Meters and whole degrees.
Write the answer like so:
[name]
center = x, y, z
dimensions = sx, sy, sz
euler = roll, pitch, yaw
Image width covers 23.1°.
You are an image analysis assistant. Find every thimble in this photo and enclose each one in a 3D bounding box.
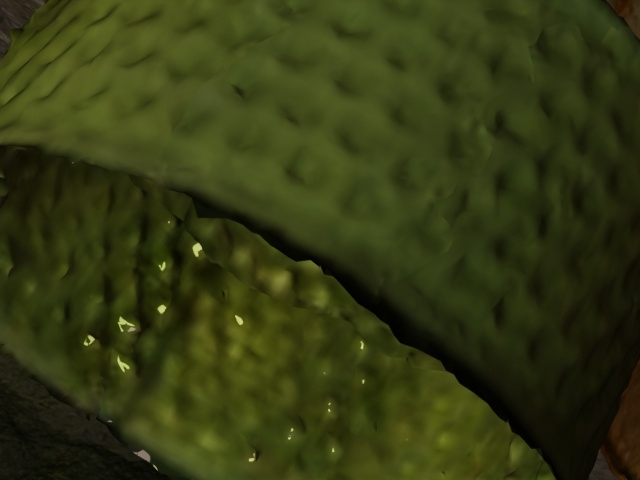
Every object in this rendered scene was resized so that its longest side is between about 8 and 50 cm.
[thimble]
center = 0.000, 0.000, 0.585
dimensions = 0.270, 0.150, 0.271
euler = 24, 155, 12

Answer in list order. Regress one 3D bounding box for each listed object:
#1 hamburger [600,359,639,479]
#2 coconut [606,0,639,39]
[hamburger]
center = 0.292, 0.097, 0.785
dimensions = 0.268, 0.287, 0.445
euler = 33, -176, -24
[coconut]
center = 0.088, -0.129, 0.703
dimensions = 0.245, 0.245, 0.247
euler = 36, 162, -14
